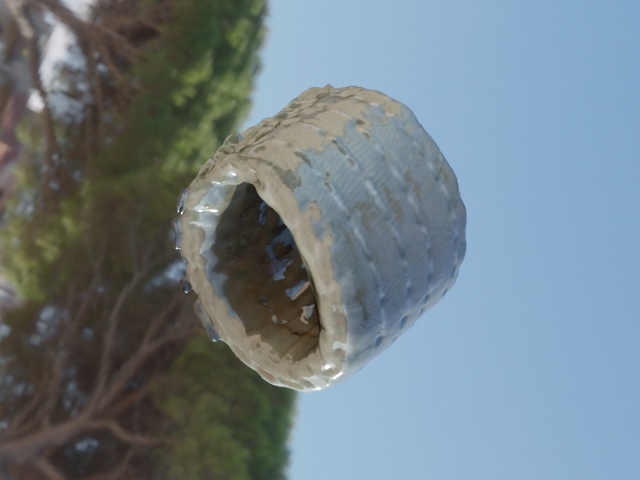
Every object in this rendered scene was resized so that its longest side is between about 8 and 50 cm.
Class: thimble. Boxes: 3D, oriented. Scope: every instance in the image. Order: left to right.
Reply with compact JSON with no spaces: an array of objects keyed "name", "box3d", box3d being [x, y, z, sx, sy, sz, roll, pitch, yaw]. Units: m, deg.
[{"name":"thimble","box3d":[0.000,0.000,0.617,0.102,0.115,0.090,-1,-152,48]}]
